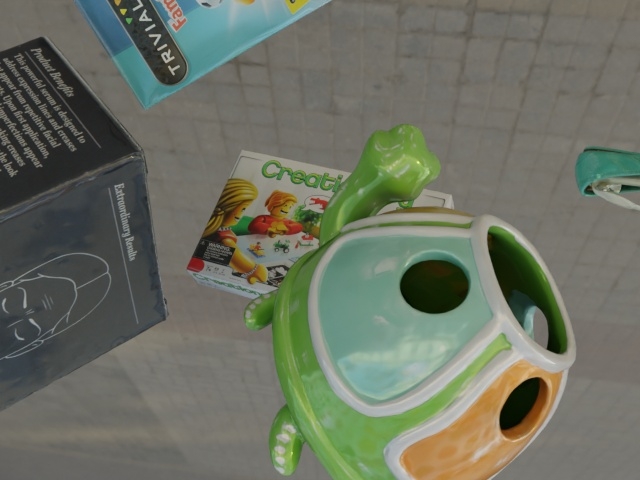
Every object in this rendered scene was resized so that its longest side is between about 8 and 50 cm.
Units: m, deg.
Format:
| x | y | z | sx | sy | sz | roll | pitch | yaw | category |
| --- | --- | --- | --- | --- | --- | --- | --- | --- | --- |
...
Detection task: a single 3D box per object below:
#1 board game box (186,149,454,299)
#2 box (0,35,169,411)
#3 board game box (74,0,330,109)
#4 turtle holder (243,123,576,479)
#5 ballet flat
| x | y | z | sx | sy | sz | roll | pitch | yaw | category |
| --- | --- | --- | --- | --- | --- | --- | --- | --- | --- |
| 0.000 | 0.000 | 1.009 | 0.305 | 0.193 | 0.053 | 14 | 157 | 19 | board game box |
| -0.384 | 0.025 | 0.778 | 0.395 | 0.212 | 0.294 | -28 | 149 | -25 | box |
| -0.129 | -0.347 | 0.888 | 0.336 | 0.079 | 0.254 | -32 | 119 | -3 | board game box |
| 0.094 | 0.070 | 0.700 | 0.243 | 0.320 | 0.227 | 40 | 126 | -19 | turtle holder |
| 0.476 | -0.080 | 1.073 | 0.247 | 0.087 | 0.083 | 6 | 168 | 36 | ballet flat |
